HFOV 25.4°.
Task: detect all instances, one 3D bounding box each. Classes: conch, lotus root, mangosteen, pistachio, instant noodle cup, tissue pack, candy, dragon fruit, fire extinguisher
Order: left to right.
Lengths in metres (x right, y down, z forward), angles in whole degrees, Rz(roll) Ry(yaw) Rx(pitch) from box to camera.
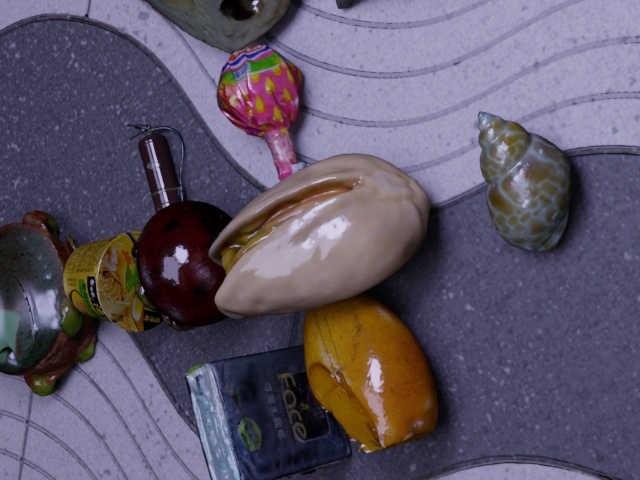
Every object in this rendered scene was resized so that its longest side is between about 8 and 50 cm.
[{"bbox_3d":[-0.465,0.103,2.250,0.268,0.130,0.295,-10,86,31],"label":"dragon fruit"},{"bbox_3d":[-0.304,0.061,2.120,0.122,0.151,0.151,-3,91,46],"label":"instant noodle cup"},{"bbox_3d":[-0.233,-0.110,2.118,0.078,0.045,0.157,-17,80,7],"label":"fire extinguisher"},{"bbox_3d":[-0.191,0.041,2.016,0.200,0.200,0.200,2,94,36],"label":"mangosteen"},{"bbox_3d":[-0.165,-0.401,2.002,0.210,0.142,0.314,-38,59,-9],"label":"lotus root"},{"bbox_3d":[-0.069,0.236,1.892,0.073,0.235,0.173,-22,79,35],"label":"tissue pack"},{"bbox_3d":[-0.047,-0.091,1.958,0.124,0.124,0.365,-17,91,36],"label":"candy"},{"bbox_3d":[0.000,0.000,1.845,0.299,0.187,0.187,-25,77,13],"label":"pistachio"},{"bbox_3d":[0.249,-0.063,1.730,0.116,0.106,0.173,40,131,48],"label":"conch"}]

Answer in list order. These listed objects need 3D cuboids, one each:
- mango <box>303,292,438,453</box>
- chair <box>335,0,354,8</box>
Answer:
[{"bbox_3d":[0.060,0.166,1.865,0.252,0.126,0.154,58,133,27],"label":"mango"},{"bbox_3d":[0.102,-0.406,1.815,0.270,0.147,0.136,131,128,-77],"label":"chair"}]
